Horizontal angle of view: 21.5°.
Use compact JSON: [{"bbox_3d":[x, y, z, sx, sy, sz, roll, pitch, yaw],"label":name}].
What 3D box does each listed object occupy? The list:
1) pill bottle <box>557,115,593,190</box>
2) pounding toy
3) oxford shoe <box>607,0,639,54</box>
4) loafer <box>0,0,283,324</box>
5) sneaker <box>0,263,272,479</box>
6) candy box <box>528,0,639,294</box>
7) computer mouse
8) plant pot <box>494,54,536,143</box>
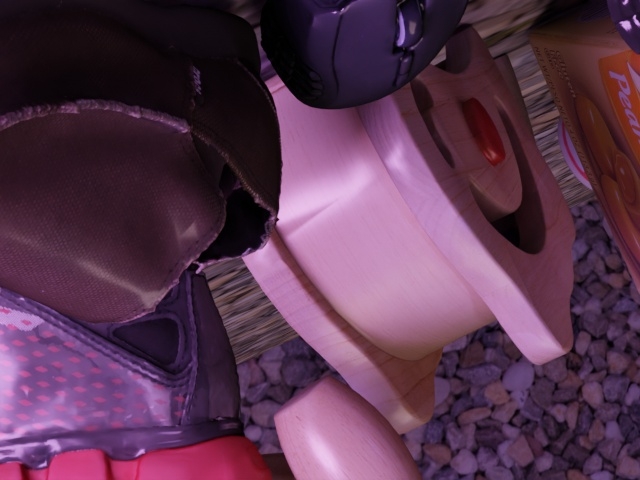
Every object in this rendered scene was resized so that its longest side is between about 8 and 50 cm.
[{"bbox_3d":[0.246,-0.095,1.210,0.087,0.087,0.160,-24,174,-28],"label":"pill bottle"},{"bbox_3d":[0.000,0.000,0.665,0.154,0.154,0.269,-29,-166,18],"label":"pounding toy"},{"bbox_3d":[0.208,-0.149,0.604,0.227,0.083,0.096,-26,-169,27],"label":"oxford shoe"},{"bbox_3d":[-0.059,-0.018,0.432,0.080,0.078,0.220,-29,175,25],"label":"loafer"},{"bbox_3d":[-0.156,0.055,0.591,0.276,0.135,0.097,-3,171,-2],"label":"sneaker"},{"bbox_3d":[0.208,-0.021,0.733,0.087,0.183,0.316,-27,-167,-5],"label":"candy box"},{"bbox_3d":[0.029,-0.073,0.453,0.071,0.041,0.242,-23,179,-10],"label":"computer mouse"},{"bbox_3d":[0.071,-0.027,0.937,0.109,0.096,0.109,-27,175,-6],"label":"plant pot"}]
